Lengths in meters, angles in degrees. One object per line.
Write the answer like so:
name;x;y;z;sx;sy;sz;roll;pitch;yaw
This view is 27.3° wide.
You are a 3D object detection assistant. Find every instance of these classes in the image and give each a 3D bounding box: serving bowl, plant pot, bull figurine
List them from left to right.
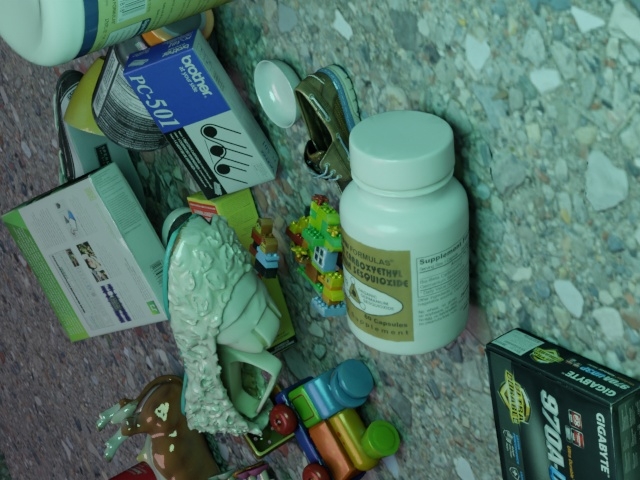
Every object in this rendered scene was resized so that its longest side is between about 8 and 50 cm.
plant pot;-0.282;-0.202;1.830;0.134;0.134;0.095;30;113;47
bull figurine;-0.248;0.385;2.201;0.101;0.188;0.310;146;105;-81
plant pot;-0.079;0.268;1.909;0.081;0.081;0.083;55;163;16
serving bowl;-0.043;-0.174;1.532;0.083;0.027;0.083;39;142;38

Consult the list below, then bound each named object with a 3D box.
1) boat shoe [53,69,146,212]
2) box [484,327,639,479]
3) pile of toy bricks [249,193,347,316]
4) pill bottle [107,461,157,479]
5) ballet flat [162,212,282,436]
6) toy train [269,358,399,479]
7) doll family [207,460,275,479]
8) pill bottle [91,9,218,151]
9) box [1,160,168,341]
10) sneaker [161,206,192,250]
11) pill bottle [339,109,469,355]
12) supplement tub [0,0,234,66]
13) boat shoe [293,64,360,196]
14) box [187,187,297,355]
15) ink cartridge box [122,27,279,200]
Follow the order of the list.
boat shoe;-0.349;-0.115;2.010;0.105;0.113;0.306;45;154;47
box;0.252;0.214;1.328;0.175;0.051;0.220;25;133;50
pile of toy bricks;0.000;0.000;1.524;0.212;0.118;0.105;41;128;53
pill bottle;-0.384;0.555;2.305;0.229;0.407;0.229;40;144;37
ballet flat;-0.108;0.120;1.674;0.147;0.147;0.409;47;155;29
toy train;0.052;0.276;1.682;0.143;0.105;0.248;-37;80;48
doll family;-0.102;0.438;2.078;0.263;0.118;0.163;-24;86;44
pill bottle;-0.205;-0.220;1.661;0.130;0.130;0.246;58;151;11
box;-0.338;0.025;1.957;0.322;0.058;0.232;-15;106;52
sneaker;-0.175;0.069;1.901;0.121;0.079;0.217;40;143;38
pill bottle;0.086;-0.009;1.342;0.131;0.131;0.229;34;140;43
supplement tub;-0.187;-0.329;1.340;0.228;0.316;0.228;39;143;38
boat shoe;0.015;-0.097;1.456;0.066;0.066;0.183;0;113;60
box;-0.105;0.041;1.780;0.087;0.058;0.232;14;125;55
ink cartridge box;-0.140;-0.147;1.577;0.097;0.046;0.207;-17;127;21
